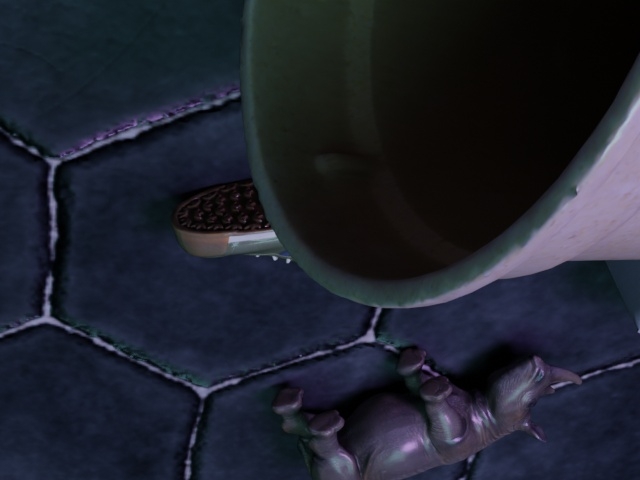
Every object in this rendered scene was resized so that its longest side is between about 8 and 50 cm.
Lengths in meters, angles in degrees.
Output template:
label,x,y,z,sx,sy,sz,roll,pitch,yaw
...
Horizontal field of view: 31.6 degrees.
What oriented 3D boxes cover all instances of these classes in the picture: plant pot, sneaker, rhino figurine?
label,x,y,z,sx,sy,sz,roll,pitch,yaw
plant pot,0.169,-0.117,0.562,0.305,0.334,0.334,9,130,-31
sneaker,0.000,0.000,0.777,0.192,0.064,0.086,-12,127,-2
rhino figurine,0.091,0.142,0.913,0.243,0.073,0.106,-16,128,5

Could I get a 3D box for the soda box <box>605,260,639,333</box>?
label,x,y,z,sx,sy,sz,roll,pitch,yaw
soda box,0.329,-0.043,0.769,0.098,0.091,0.286,21,126,-26
